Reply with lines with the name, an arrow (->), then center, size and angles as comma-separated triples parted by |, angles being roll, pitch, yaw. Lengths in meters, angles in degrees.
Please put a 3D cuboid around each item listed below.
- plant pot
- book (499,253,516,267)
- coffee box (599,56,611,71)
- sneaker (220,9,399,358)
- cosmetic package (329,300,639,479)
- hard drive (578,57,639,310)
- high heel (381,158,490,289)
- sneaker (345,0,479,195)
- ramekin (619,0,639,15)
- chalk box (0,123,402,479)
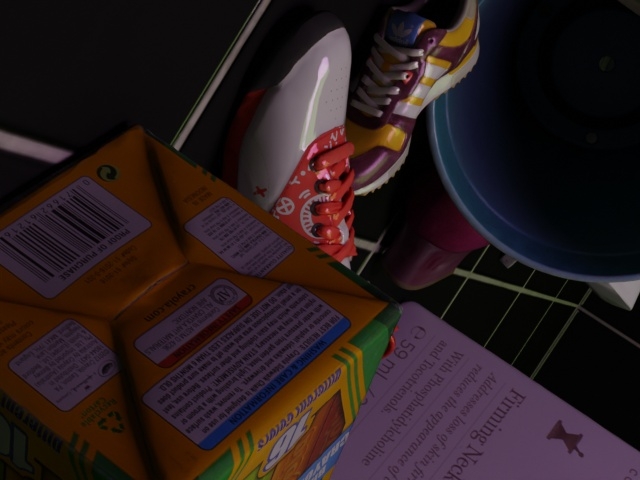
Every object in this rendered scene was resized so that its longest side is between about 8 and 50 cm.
plant pot -> 0.241, -0.135, 1.029 | 0.271, 0.272, 0.255 | -63, 177, 22
book -> 0.319, -0.025, 1.735 | 0.096, 0.035, 0.144 | -43, 175, -34
coffee box -> 0.489, -0.186, 1.492 | 0.168, 0.297, 0.119 | -40, 156, -41
sneaker -> 0.000, 0.000, 0.776 | 0.090, 0.145, 0.270 | -27, 146, -57
cosmetic package -> 0.139, 0.353, 1.374 | 0.329, 0.394, 0.327 | -44, 159, -35
hard drive -> 0.352, -0.125, 1.285 | 0.233, 0.047, 0.353 | 37, 77, -52
high heel -> 0.222, -0.082, 1.236 | 0.377, 0.127, 0.181 | -37, 165, -39
sneaker -> 0.049, -0.115, 0.848 | 0.185, 0.070, 0.084 | -54, 155, -26
ramekin -> 0.210, -0.222, 0.701 | 0.148, 0.303, 0.303 | -52, 164, 11
chalk box -> -0.109, 0.123, 0.650 | 0.180, 0.179, 0.289 | -40, 156, -41
